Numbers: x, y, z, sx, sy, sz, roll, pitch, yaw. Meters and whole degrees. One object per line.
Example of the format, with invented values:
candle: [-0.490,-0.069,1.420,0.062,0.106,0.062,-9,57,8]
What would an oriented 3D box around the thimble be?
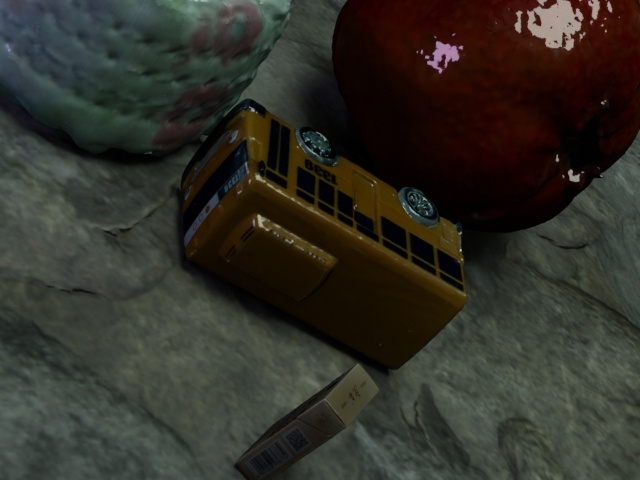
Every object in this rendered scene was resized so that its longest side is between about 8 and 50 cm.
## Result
thimble: [-0.133,-0.164,0.915,0.211,0.149,0.185,24,33,-28]

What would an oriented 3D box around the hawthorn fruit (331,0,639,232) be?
hawthorn fruit: [0.133,-0.156,1.108,0.265,0.265,0.307,5,28,-45]

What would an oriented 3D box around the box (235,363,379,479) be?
box: [-0.008,0.113,0.768,0.024,0.083,0.053,50,30,1]

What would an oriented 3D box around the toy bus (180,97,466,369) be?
toy bus: [0.000,0.000,0.906,0.201,0.098,0.114,30,33,-21]
